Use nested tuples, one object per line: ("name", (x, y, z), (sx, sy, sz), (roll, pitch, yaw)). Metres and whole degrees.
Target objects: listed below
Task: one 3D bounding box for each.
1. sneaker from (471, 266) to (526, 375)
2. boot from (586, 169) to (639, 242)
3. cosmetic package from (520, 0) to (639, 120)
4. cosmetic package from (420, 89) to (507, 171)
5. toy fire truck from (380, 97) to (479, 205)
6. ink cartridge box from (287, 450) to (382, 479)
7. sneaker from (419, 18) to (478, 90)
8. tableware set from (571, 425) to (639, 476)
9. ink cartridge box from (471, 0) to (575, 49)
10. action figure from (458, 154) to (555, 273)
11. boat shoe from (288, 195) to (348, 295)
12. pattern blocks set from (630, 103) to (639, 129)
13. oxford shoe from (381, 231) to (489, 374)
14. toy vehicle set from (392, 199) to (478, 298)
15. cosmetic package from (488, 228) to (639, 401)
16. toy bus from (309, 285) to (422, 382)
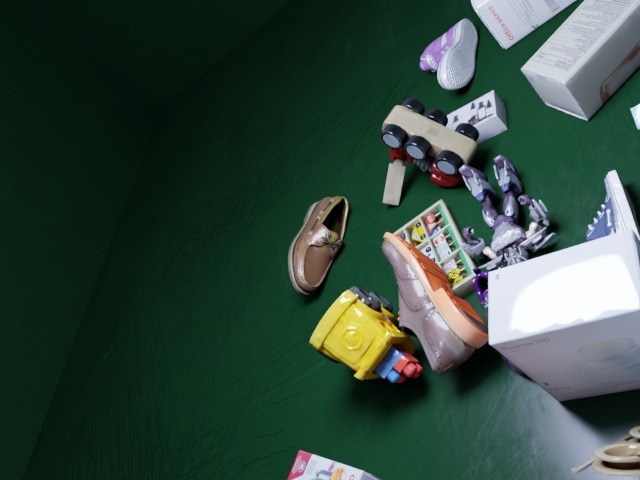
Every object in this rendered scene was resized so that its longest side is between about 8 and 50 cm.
("sneaker", (0.328, 0.144, 1.164), (0.083, 0.098, 0.224), (-40, 33, 16))
("boot", (0.511, -0.039, 1.149), (0.086, 0.069, 0.190), (-24, 42, 31))
("cosmetic package", (0.598, -0.419, 1.370), (0.296, 0.129, 0.153), (-46, 34, 6))
("cosmetic package", (0.339, -0.270, 1.603), (0.239, 0.060, 0.099), (-26, 39, 33))
("toy fire truck", (0.242, -0.183, 1.559), (0.217, 0.246, 0.158), (28, 68, 13))
("ink cartridge box", (0.034, 0.477, 1.166), (0.176, 0.127, 0.128), (-4, 54, 48))
("sneaker", (0.341, -0.484, 1.792), (0.161, 0.102, 0.282), (-23, 31, 42))
("tableware set", (0.425, 0.264, 0.845), (0.128, 0.194, 0.039), (-15, 81, 47))
("ink cartridge box", (0.516, -0.620, 1.644), (0.218, 0.158, 0.092), (-34, 38, 25))
("action figure", (0.367, -0.046, 1.313), (0.185, 0.099, 0.285), (-27, 42, 24))
("boat shoe", (0.000, 0.000, 1.702), (0.104, 0.110, 0.307), (-23, 42, 39))
("pattern blocks set", (0.692, -0.225, 1.051), (0.325, 0.026, 0.285), (-38, 55, 35))
("oxford shoe", (0.188, 0.110, 1.284), (0.133, 0.130, 0.364), (-50, 33, 15))
("toy vehicle set", (0.246, 0.041, 1.428), (0.166, 0.035, 0.267), (-38, 35, 19))
("cosmetic package", (0.407, 0.124, 0.969), (0.224, 0.224, 0.138), (-23, 41, 38))
("toy bus", (0.119, 0.211, 1.307), (0.211, 0.220, 0.149), (37, 98, 26))
